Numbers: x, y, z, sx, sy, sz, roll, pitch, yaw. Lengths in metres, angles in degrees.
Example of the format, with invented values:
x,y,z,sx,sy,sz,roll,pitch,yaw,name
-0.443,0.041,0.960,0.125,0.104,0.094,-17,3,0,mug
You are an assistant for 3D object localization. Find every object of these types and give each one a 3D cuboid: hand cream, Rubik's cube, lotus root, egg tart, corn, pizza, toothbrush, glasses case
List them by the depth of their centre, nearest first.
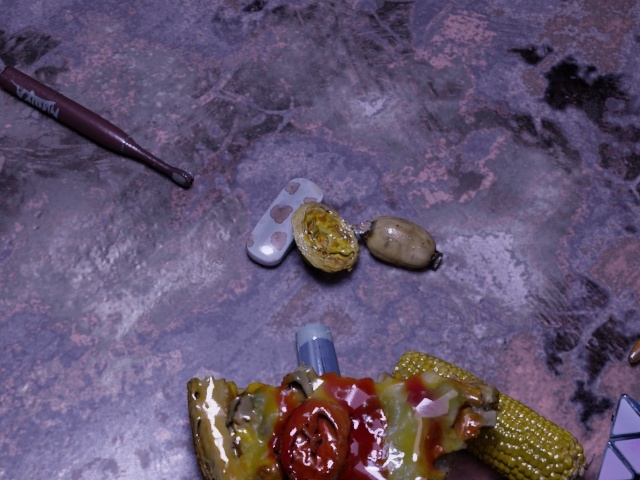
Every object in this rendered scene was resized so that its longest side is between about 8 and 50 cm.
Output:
x,y,z,sx,sy,sz,roll,pitch,yaw,name
0.052,0.282,1.931,0.406,0.130,0.440,-35,72,-4,pizza
0.469,0.357,1.953,0.190,0.211,0.178,-57,40,2,Rubik's cube
0.236,0.255,2.025,0.305,0.106,0.106,34,61,14,corn
0.009,0.242,2.043,0.079,0.048,0.255,-7,65,-4,hand cream
0.000,0.000,2.170,0.129,0.049,0.129,25,46,-28,egg tart
0.117,-0.001,2.191,0.152,0.063,0.072,18,69,-4,lotus root
-0.054,-0.030,2.203,0.063,0.041,0.164,29,60,12,glasses case
-0.355,-0.179,2.262,0.364,0.041,0.041,29,60,12,toothbrush

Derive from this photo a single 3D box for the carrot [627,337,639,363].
x,y,z,sx,sy,sz,roll,pitch,yaw,name
0.555,0.108,2.185,0.256,0.061,0.061,-37,69,-14,carrot
